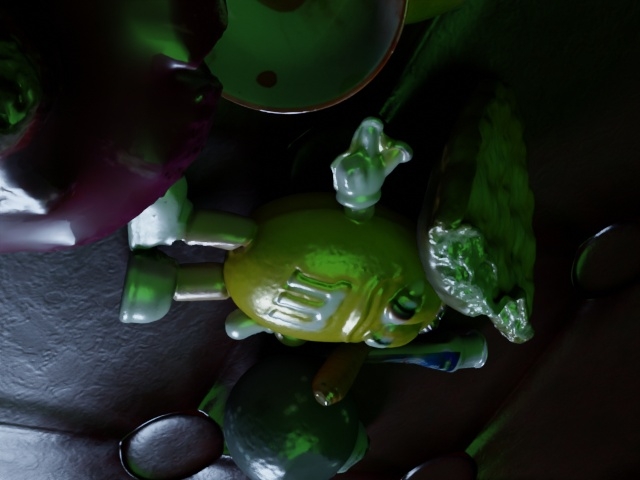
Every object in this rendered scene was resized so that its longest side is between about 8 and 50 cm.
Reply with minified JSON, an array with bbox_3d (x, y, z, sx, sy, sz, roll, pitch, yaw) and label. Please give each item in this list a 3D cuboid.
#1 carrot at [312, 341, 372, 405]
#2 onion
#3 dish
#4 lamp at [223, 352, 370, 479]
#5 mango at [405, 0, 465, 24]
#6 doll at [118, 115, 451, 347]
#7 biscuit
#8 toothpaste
[{"bbox_3d":[0.050,0.135,1.212,0.216,0.048,0.048,-49,149,-44],"label":"carrot"},{"bbox_3d":[-0.257,-0.139,0.697,0.398,0.420,0.399,-3,122,-5],"label":"onion"},{"bbox_3d":[-0.035,-0.256,0.882,0.260,0.085,0.260,8,121,13],"label":"dish"},{"bbox_3d":[-0.024,0.278,1.293,0.181,0.182,0.314,-25,143,-2],"label":"lamp"},{"bbox_3d":[0.082,-0.280,0.948,0.194,0.092,0.130,-22,134,8],"label":"mango"},{"bbox_3d":[-0.034,0.011,1.079,0.422,0.161,0.348,-12,139,7],"label":"doll"},{"bbox_3d":[0.193,-0.008,1.072,0.078,0.329,0.335,-1,119,27],"label":"biscuit"},{"bbox_3d":[0.110,0.157,1.309,0.266,0.096,0.061,1,85,-25],"label":"toothpaste"}]
